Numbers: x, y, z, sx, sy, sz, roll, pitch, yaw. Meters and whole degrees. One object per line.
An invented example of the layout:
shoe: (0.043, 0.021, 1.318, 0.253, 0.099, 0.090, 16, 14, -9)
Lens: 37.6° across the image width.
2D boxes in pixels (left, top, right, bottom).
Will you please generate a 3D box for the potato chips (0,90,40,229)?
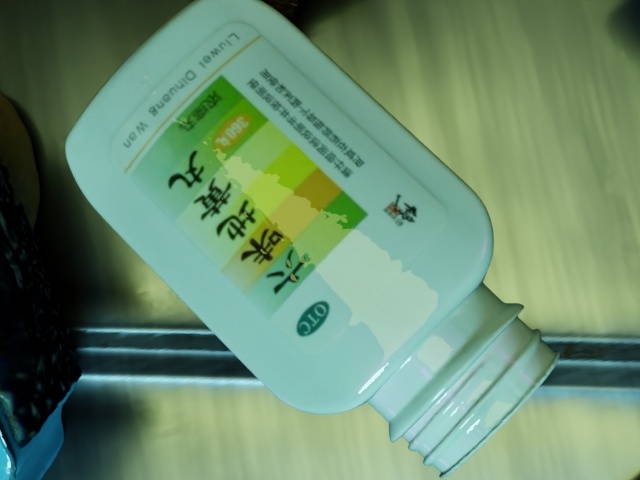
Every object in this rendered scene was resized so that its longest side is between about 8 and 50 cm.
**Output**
potato chips: (-0.285, -0.024, 0.687, 0.150, 0.049, 0.202, 20, 91, 14)

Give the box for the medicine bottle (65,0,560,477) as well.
medicine bottle: (0.000, 0.000, 0.613, 0.179, 0.124, 0.324, -45, 81, -1)

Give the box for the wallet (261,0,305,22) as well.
wallet: (-0.099, -0.252, 0.637, 0.243, 0.039, 0.133, 34, 127, -5)

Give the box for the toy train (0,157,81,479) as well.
toy train: (-0.304, 0.049, 0.579, 0.265, 0.188, 0.300, -17, 104, 5)
